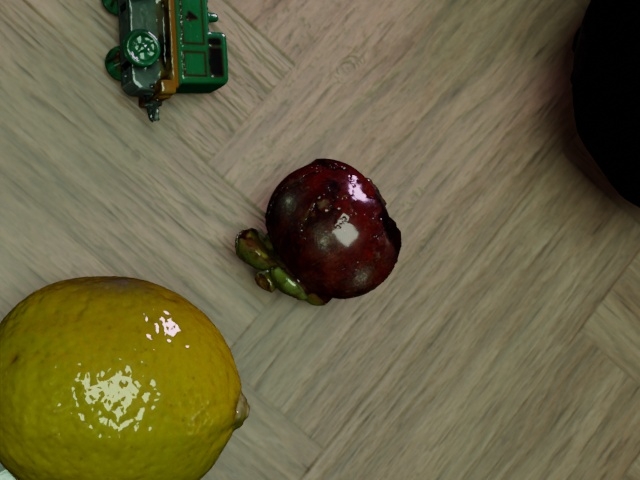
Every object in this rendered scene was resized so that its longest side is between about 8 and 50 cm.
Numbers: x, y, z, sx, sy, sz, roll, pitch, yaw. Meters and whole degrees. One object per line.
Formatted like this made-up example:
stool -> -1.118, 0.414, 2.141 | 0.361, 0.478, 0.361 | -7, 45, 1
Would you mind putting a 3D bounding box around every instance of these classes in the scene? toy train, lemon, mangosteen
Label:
toy train -> -0.177, -0.249, 1.326 | 0.136, 0.091, 0.227 | 1, 84, -26
lemon -> -0.221, 0.159, 1.202 | 0.267, 0.267, 0.267 | 1, 85, -15
mangosteen -> 0.000, 0.000, 1.325 | 0.180, 0.166, 0.166 | -35, 96, 11
mangosteen -> 0.512, -0.196, 1.340 | 0.382, 0.435, 0.382 | -29, 127, -46

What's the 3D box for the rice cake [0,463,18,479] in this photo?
rice cake -> -0.398, 0.329, 1.242 | 0.198, 0.037, 0.189 | -18, 92, -16
